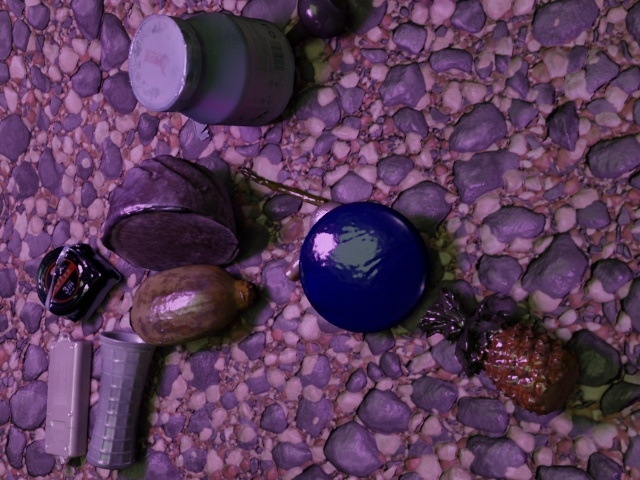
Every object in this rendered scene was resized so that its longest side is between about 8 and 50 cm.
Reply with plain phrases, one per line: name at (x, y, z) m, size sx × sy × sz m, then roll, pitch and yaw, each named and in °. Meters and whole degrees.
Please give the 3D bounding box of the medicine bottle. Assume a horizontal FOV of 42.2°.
medicine bottle at (-0.236, -0.367, 1.765) m, size 0.245 × 0.290 × 0.245 m, roll 5°, pitch 98°, yaw 43°

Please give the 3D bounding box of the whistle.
whistle at (0.000, 0.000, 1.761) m, size 0.220 × 0.057 × 0.107 m, roll -48°, pitch 71°, yaw 18°

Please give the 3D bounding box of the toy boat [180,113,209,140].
toy boat at (-0.290, -0.320, 1.965) m, size 0.105 × 0.034 × 0.149 m, roll -40°, pitch 67°, yaw 20°

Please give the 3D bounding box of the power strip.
power strip at (-0.622, 0.396, 2.040) m, size 0.098 × 0.058 × 0.338 m, roll -1°, pitch 83°, yaw 27°

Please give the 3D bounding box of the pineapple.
pineapple at (0.323, 0.185, 1.532) m, size 0.310 × 0.141 × 0.170 m, roll 32°, pitch 103°, yaw 35°

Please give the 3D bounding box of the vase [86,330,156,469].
vase at (-0.463, 0.370, 1.922) m, size 0.143 × 0.143 × 0.299 m, roll 10°, pitch 92°, yaw 28°

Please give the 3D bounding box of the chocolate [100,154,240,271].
chocolate at (-0.319, -0.078, 1.833) m, size 0.303 × 0.303 × 0.213 m, roll -17°, pitch 58°, yaw 25°

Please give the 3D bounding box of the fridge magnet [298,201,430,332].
fridge magnet at (0.087, 0.054, 1.657) m, size 0.265 × 0.112 × 0.266 m, roll 1°, pitch 94°, yaw 14°

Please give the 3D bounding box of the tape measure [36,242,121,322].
tape measure at (-0.606, 0.099, 2.041) m, size 0.181 × 0.107 × 0.182 m, roll 46°, pitch 105°, yaw 21°

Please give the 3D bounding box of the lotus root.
lotus root at (-0.289, 0.138, 1.850) m, size 0.309 × 0.173 × 0.173 m, roll -17°, pitch 76°, yaw 17°

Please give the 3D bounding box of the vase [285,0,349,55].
vase at (-0.025, -0.473, 1.807) m, size 0.183 × 0.120 × 0.120 m, roll -33°, pitch 69°, yaw 35°

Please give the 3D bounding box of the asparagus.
asparagus at (-0.089, -0.119, 1.841) m, size 0.248 × 0.024 × 0.025 m, roll 23°, pitch 52°, yaw 28°
